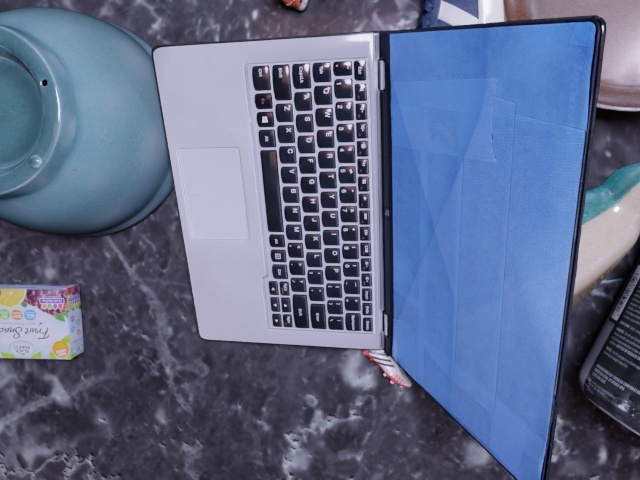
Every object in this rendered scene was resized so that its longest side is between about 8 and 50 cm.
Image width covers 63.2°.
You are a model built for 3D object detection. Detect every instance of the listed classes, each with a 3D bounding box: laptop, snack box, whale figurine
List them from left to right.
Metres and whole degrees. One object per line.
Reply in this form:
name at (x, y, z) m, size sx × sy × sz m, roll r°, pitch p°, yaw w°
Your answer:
snack box at (-0.409, 0.113, 0.728) m, size 0.141 × 0.037 × 0.100 m, roll -1°, pitch 97°, yaw 6°
laptop at (0.000, 0.000, 0.513) m, size 0.409 × 0.236 × 0.381 m, roll 1°, pitch 111°, yaw 12°
whale figurine at (0.242, 0.005, 0.578) m, size 0.272 × 0.216 × 0.141 m, roll -44°, pitch 61°, yaw 16°

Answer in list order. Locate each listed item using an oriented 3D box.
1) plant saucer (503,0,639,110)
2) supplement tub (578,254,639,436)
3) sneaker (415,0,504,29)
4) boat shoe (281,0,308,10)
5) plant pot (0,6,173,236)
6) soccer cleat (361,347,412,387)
plant saucer at (0.357, -0.293, 0.558) m, size 0.311 × 0.050 × 0.310 m, roll 2°, pitch 95°, yaw 26°
supplement tub at (0.443, 0.061, 0.547) m, size 0.207 × 0.207 × 0.337 m, roll 24°, pitch 98°, yaw 3°
sneaker at (0.127, -0.198, 0.593) m, size 0.148 × 0.131 × 0.349 m, roll -9°, pitch 93°, yaw 9°
boat shoe at (-0.021, -0.354, 0.636) m, size 0.043 × 0.049 × 0.136 m, roll 11°, pitch 96°, yaw -38°
plant pot at (-0.331, -0.140, 0.613) m, size 0.294 × 0.196 × 0.292 m, roll 1°, pitch 97°, yaw 6°
soccer cleat at (0.092, 0.159, 0.685) m, size 0.083 × 0.029 × 0.035 m, roll 42°, pitch 103°, yaw 5°
